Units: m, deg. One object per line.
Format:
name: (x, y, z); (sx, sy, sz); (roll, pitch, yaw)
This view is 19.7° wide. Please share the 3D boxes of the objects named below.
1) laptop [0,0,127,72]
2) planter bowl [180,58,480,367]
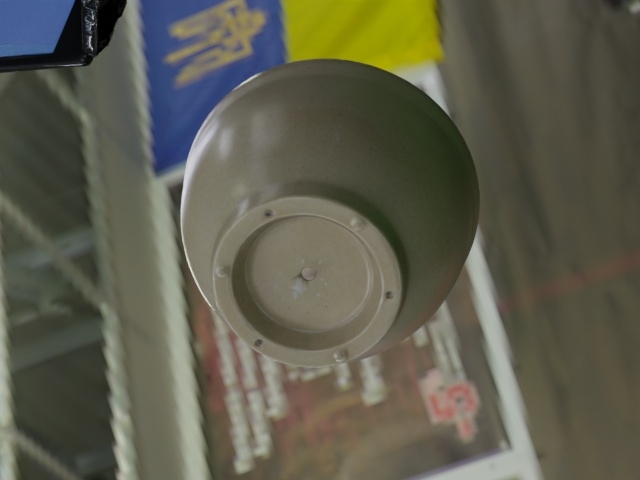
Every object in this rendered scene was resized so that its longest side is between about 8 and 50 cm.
laptop: (-0.112, -0.203, 0.746); (0.264, 0.136, 0.234); (103, -176, -66)
planter bowl: (0.000, 0.000, 0.958); (0.109, 0.162, 0.162); (-76, -37, -64)
